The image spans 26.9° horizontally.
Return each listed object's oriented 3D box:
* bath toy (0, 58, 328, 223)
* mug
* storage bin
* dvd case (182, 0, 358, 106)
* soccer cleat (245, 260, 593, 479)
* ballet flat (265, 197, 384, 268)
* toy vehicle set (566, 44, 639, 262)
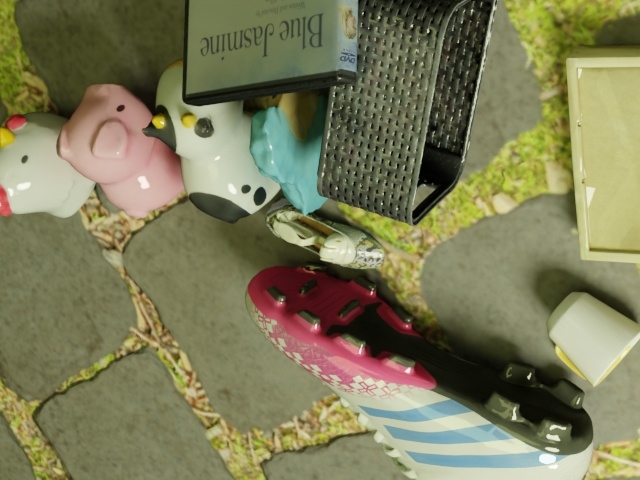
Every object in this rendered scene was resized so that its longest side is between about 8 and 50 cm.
[{"bbox_3d":[-0.161,-0.077,1.174,0.348,0.129,0.151,-3,111,30],"label":"bath toy"},{"bbox_3d":[0.215,0.081,1.089,0.064,0.062,0.078,41,118,15],"label":"mug"},{"bbox_3d":[0.067,-0.117,1.037,0.084,0.122,0.180,19,120,19],"label":"storage bin"},{"bbox_3d":[-0.040,-0.234,1.012,0.180,0.022,0.253,-2,85,45],"label":"dvd case"},{"bbox_3d":[0.069,0.141,1.157,0.331,0.116,0.143,26,121,15],"label":"soccer cleat"},{"bbox_3d":[0.000,0.000,1.177,0.114,0.041,0.041,26,122,15],"label":"ballet flat"},{"bbox_3d":[0.319,-0.060,0.982,0.267,0.035,0.166,4,113,26],"label":"toy vehicle set"}]
